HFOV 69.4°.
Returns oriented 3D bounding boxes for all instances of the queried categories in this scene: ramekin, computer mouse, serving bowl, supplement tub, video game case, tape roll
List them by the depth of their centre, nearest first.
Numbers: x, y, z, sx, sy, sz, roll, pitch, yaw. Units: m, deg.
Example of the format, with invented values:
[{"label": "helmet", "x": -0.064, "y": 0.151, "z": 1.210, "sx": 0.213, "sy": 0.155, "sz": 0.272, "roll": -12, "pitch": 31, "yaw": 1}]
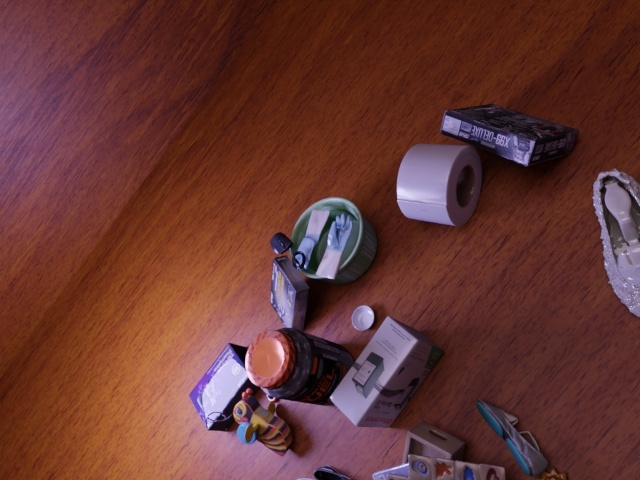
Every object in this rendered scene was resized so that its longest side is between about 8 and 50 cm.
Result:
[{"label": "video game case", "x": 0.245, "y": 0.683, "z": 1.193, "sx": 0.183, "sy": 0.023, "sz": 0.201, "roll": -39, "pitch": 68, "yaw": 36}, {"label": "supplement tub", "x": -0.058, "y": 0.388, "z": 1.421, "sx": 0.207, "sy": 0.338, "sz": 0.207, "roll": -16, "pitch": 60, "yaw": 31}, {"label": "tape roll", "x": 0.373, "y": -0.175, "z": 1.435, "sx": 0.169, "sy": 0.246, "sz": 0.246, "roll": 13, "pitch": 77, "yaw": 39}, {"label": "serving bowl", "x": 0.147, "y": 0.260, "z": 1.537, "sx": 0.083, "sy": 0.027, "sz": 0.083, "roll": -16, "pitch": 61, "yaw": 30}, {"label": "computer mouse", "x": -0.117, "y": 0.031, "z": 1.612, "sx": 0.071, "sy": 0.041, "sz": 0.242, "roll": -41, "pitch": 37, "yaw": -8}, {"label": "ramekin", "x": 0.053, "y": 0.011, "z": 1.646, "sx": 0.304, "sy": 0.148, "sz": 0.303, "roll": -16, "pitch": 60, "yaw": 30}]

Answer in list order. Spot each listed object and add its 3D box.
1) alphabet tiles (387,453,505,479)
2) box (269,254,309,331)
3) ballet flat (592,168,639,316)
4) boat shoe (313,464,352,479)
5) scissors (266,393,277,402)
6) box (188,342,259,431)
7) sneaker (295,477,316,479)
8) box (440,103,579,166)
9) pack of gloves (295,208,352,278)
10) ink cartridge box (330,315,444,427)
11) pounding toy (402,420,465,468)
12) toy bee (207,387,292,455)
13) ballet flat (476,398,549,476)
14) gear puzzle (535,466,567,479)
[{"label": "alphabet tiles", "x": 0.327, "y": 0.675, "z": 1.107, "sx": 0.343, "sy": 0.011, "sz": 0.284, "roll": -3, "pitch": 82, "yaw": 25}, {"label": "box", "x": -0.115, "y": 0.198, "z": 1.653, "sx": 0.183, "sy": 0.056, "sz": 0.230, "roll": 52, "pitch": 145, "yaw": 40}, {"label": "ballet flat", "x": 0.760, "y": 0.000, "z": 1.138, "sx": 0.147, "sy": 0.147, "sz": 0.408, "roll": -20, "pitch": 59, "yaw": 28}, {"label": "boat shoe", "x": 0.065, "y": 0.726, "z": 1.349, "sx": 0.206, "sy": 0.065, "sz": 0.075, "roll": 14, "pitch": 78, "yaw": 40}, {"label": "scissors", "x": -0.153, "y": 0.432, "z": 1.681, "sx": 0.109, "sy": 0.021, "sz": 0.296, "roll": -20, "pitch": 60, "yaw": 30}, {"label": "box", "x": -0.346, "y": 0.545, "z": 1.721, "sx": 0.184, "sy": 0.103, "sz": 0.261, "roll": 40, "pitch": 94, "yaw": 39}, {"label": "sneaker", "x": -0.036, "y": 0.763, "z": 1.344, "sx": 0.226, "sy": 0.163, "sz": 0.086, "roll": 7, "pitch": 75, "yaw": 40}, {"label": "box", "x": 0.557, "y": -0.326, "z": 1.379, "sx": 0.307, "sy": 0.243, "sz": 0.076, "roll": 36, "pitch": 132, "yaw": 41}, {"label": "pack of gloves", "x": 0.000, "y": 0.000, "z": 1.560, "sx": 0.195, "sy": 0.046, "sz": 0.231, "roll": 10, "pitch": 75, "yaw": 39}, {"label": "ink cartridge box", "x": 0.194, "y": 0.384, "z": 1.322, "sx": 0.122, "sy": 0.211, "sz": 0.289, "roll": 37, "pitch": 94, "yaw": 40}, {"label": "pounding toy", "x": 0.314, "y": 0.614, "z": 1.206, "sx": 0.181, "sy": 0.094, "sz": 0.205, "roll": 15, "pitch": 104, "yaw": 40}, {"label": "toy bee", "x": -0.228, "y": 0.584, "z": 1.524, "sx": 0.195, "sy": 0.299, "sz": 0.162, "roll": -90, "pitch": 12, "yaw": -74}, {"label": "ballet flat", "x": 0.483, "y": 0.483, "z": 1.163, "sx": 0.068, "sy": 0.072, "sz": 0.213, "roll": -25, "pitch": 45, "yaw": -9}, {"label": "gear puzzle", "x": 0.615, "y": 0.642, "z": 0.994, "sx": 0.175, "sy": 0.044, "sz": 0.339, "roll": -48, "pitch": 49, "yaw": 9}]
